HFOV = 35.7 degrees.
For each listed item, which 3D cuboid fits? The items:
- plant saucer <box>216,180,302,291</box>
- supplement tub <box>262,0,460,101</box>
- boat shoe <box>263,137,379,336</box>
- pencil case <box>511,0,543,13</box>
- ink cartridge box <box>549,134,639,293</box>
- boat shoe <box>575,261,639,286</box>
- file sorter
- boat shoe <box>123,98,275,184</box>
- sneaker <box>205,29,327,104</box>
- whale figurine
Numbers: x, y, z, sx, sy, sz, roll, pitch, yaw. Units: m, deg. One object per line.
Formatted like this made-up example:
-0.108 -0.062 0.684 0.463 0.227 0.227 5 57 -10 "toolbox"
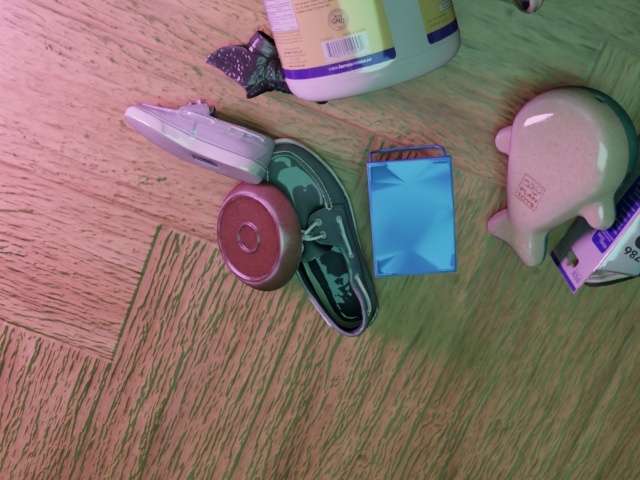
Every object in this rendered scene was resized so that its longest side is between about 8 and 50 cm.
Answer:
-0.098 -0.005 1.457 0.168 0.029 0.168 11 107 39 "plant saucer"
0.031 -0.368 1.270 0.241 0.241 0.331 -14 107 7 "supplement tub"
0.000 0.000 1.470 0.116 0.099 0.319 -21 106 12 "boat shoe"
0.386 -0.451 1.238 0.410 0.183 0.160 -32 115 0 "pencil case"
0.459 -0.069 1.397 0.065 0.165 0.332 31 108 -11 "ink cartridge box"
0.499 0.026 1.475 0.233 0.084 0.079 -21 132 14 "boat shoe"
0.131 -0.047 1.447 0.118 0.104 0.170 -4 109 3 "file sorter"
-0.171 -0.157 1.437 0.227 0.079 0.081 24 74 10 "boat shoe"
-0.074 -0.232 1.422 0.170 0.051 0.089 41 105 -6 "sneaker"
0.345 -0.093 1.419 0.216 0.141 0.272 43 132 27 "whale figurine"
